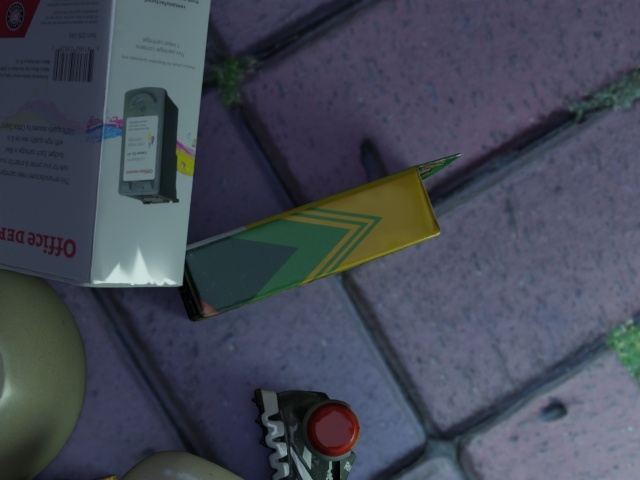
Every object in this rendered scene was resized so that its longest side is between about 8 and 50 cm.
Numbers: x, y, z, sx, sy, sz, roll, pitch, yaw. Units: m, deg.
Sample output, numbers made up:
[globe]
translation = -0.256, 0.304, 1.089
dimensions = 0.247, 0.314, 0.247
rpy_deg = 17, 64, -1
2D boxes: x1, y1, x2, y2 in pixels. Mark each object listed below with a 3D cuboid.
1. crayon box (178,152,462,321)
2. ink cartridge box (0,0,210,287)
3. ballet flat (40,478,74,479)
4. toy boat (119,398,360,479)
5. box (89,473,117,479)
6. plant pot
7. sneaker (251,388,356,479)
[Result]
[crayon box]
translation = 0.000, 0.000, 1.590
dimensions = 0.319, 0.202, 0.081
rpy_deg = -20, 88, -9
[ink cartridge box]
translation = -0.238, -0.116, 1.481
dimensions = 0.131, 0.226, 0.306
rpy_deg = 1, 96, -44
[ballet flat]
translation = -0.248, 0.399, 1.528
dimensions = 0.106, 0.107, 0.316
rpy_deg = -19, 82, -2
[toy boat]
translation = -0.069, 0.294, 1.515
dimensions = 0.267, 0.148, 0.318
rpy_deg = 42, 83, 4
[box]
translation = -0.251, 0.335, 1.611
dimensions = 0.081, 0.028, 0.136
rpy_deg = -13, 89, -9
[plant pot]
translation = -0.390, 0.143, 1.527
dimensions = 0.284, 0.191, 0.284
rpy_deg = 1, 85, -8
[sneaker]
translation = -0.007, 0.275, 1.626
dimensions = 0.106, 0.078, 0.234
rpy_deg = -9, 84, -7
